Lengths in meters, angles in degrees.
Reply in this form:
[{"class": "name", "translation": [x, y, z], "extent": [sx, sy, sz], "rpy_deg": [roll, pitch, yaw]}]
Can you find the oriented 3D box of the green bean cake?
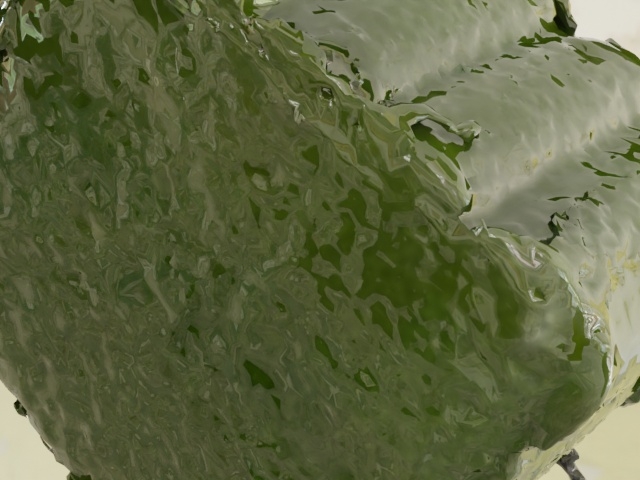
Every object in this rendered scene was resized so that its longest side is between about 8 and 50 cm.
[{"class": "green bean cake", "translation": [0.000, 0.000, 0.645], "extent": [0.218, 0.335, 0.319], "rpy_deg": [-32, -15, -46]}]
